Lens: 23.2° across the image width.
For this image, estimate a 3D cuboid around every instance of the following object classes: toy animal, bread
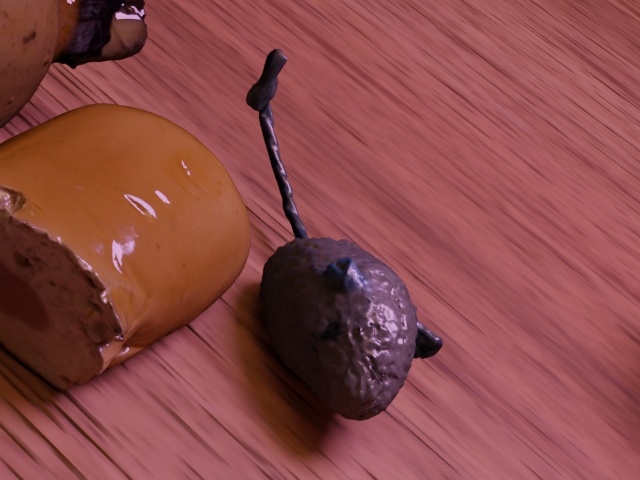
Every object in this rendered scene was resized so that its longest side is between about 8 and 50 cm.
[{"bbox_3d":[-0.002,0.005,0.851,0.070,0.079,0.253,33,24,-37],"label":"toy animal"},{"bbox_3d":[-0.112,-0.009,0.775,0.134,0.085,0.173,34,31,8],"label":"bread"}]

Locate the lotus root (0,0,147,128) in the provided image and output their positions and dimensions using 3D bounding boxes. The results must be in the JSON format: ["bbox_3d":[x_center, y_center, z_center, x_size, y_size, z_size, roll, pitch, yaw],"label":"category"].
[{"bbox_3d":[-0.218,-0.119,0.777,0.310,0.183,0.183,-9,47,-49],"label":"lotus root"}]
